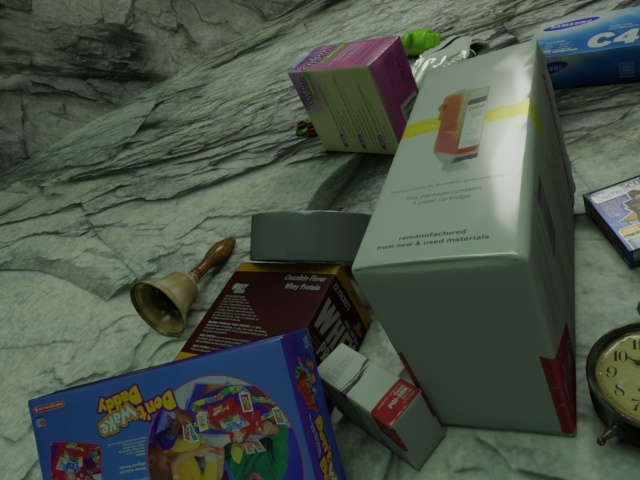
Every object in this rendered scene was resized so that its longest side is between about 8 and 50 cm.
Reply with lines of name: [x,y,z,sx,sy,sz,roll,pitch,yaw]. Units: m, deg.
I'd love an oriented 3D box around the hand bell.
hand bell: [-0.242,0.065,1.032,0.126,0.126,0.242,-3,29,33]

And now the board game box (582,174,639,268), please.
board game box: [0.480,-0.049,0.692,0.201,0.035,0.136,-20,36,13]

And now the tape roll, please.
tape roll: [0.000,0.000,0.820,0.219,0.219,0.072,-2,85,34]

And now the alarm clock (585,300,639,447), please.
alarm clock: [0.347,0.132,0.532,0.129,0.064,0.192,-2,45,34]

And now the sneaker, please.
sneaker: [0.304,-0.416,1.245,0.095,0.090,0.235,26,63,40]

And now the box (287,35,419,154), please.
box: [0.085,-0.312,1.150,0.243,0.213,0.117,13,53,45]

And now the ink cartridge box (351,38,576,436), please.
ink cartridge box: [0.205,-0.014,0.633,0.160,0.279,0.384,-7,40,31]

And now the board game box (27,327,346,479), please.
board game box: [-0.155,0.256,0.597,0.347,0.233,0.078,-17,-7,18]

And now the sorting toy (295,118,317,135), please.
sorting toy: [-0.031,-0.308,1.378,0.102,0.042,0.061,17,56,47]

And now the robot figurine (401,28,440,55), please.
robot figurine: [0.272,-0.545,1.439,0.101,0.067,0.115,-20,24,-38]

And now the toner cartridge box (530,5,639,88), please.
toner cartridge box: [0.579,-0.374,0.997,0.348,0.075,0.165,6,47,41]

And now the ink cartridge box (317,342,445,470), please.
ink cartridge box: [0.068,0.193,0.622,0.056,0.099,0.135,-44,38,-20]

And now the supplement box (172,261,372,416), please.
supplement box: [-0.062,0.144,0.751,0.191,0.129,0.194,-1,44,34]
